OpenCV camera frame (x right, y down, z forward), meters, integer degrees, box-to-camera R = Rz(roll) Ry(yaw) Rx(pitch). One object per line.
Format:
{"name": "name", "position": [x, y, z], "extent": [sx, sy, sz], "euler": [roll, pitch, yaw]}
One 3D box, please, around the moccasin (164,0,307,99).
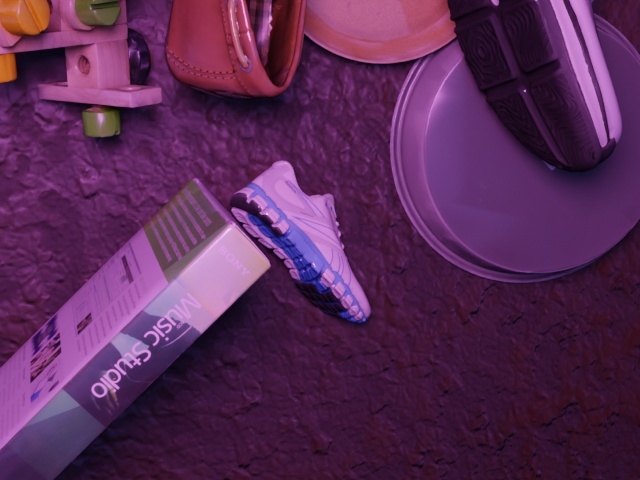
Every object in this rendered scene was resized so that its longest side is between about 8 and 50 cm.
{"name": "moccasin", "position": [-0.050, -0.312, 1.038], "extent": [0.139, 0.147, 0.380], "euler": [10, 89, -48]}

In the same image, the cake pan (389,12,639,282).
{"name": "cake pan", "position": [0.217, -0.097, 1.217], "extent": [0.293, 0.054, 0.293], "euler": [-2, 99, -10]}

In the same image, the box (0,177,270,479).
{"name": "box", "position": [-0.193, 0.090, 1.082], "extent": [0.322, 0.232, 0.058], "euler": [-46, 108, 0]}

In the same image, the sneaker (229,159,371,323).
{"name": "sneaker", "position": [0.000, 0.000, 1.190], "extent": [0.083, 0.071, 0.190], "euler": [-50, 116, -26]}

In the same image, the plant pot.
{"name": "plant pot", "position": [0.057, -0.290, 1.167], "extent": [0.236, 0.032, 0.236], "euler": [-2, 99, -11]}

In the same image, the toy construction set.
{"name": "toy construction set", "position": [-0.273, -0.194, 1.047], "extent": [0.309, 0.257, 0.237], "euler": [2, 112, 10]}

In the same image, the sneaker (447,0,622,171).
{"name": "sneaker", "position": [0.234, -0.303, 1.097], "extent": [0.257, 0.169, 0.447], "euler": [-25, 96, -17]}
